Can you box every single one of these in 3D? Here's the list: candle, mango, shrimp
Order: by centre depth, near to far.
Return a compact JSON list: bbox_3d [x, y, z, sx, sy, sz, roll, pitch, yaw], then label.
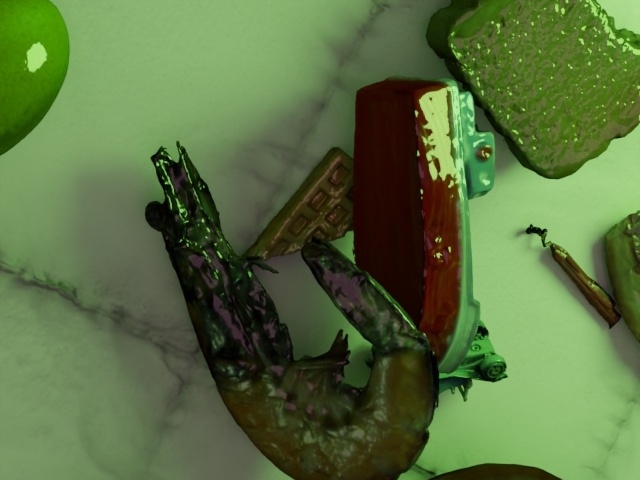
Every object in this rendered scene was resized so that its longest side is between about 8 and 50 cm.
[{"bbox_3d":[-0.384,-0.153,1.527,0.273,0.149,0.185,-8,101,-17],"label":"mango"},{"bbox_3d":[-0.037,0.080,1.629,0.272,0.085,0.445,-25,101,36],"label":"shrimp"},{"bbox_3d":[0.300,0.037,1.790,0.026,0.021,0.167,-37,109,19],"label":"candle"}]

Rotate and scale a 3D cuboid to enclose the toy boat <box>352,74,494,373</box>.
[{"bbox_3d":[0.122,-0.012,1.651,0.133,0.145,0.332,-8,102,-35],"label":"toy boat"}]

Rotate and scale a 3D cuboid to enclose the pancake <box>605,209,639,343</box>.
[{"bbox_3d":[0.459,0.036,1.822,0.266,0.057,0.244,45,80,-21],"label":"pancake"}]

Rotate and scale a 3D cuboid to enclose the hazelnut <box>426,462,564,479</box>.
[{"bbox_3d":[0.202,0.403,1.676,0.366,0.366,0.366,-3,101,-13],"label":"hazelnut"}]

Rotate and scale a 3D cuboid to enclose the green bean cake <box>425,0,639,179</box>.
[{"bbox_3d":[0.261,-0.216,1.677,0.233,0.124,0.236,-40,107,-2],"label":"green bean cake"}]

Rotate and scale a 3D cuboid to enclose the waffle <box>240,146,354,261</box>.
[{"bbox_3d":[0.000,0.000,1.711,0.125,0.032,0.191,37,93,-21],"label":"waffle"}]

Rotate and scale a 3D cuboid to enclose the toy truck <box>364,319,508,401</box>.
[{"bbox_3d":[0.133,0.151,1.752,0.154,0.080,0.078,-10,130,-11],"label":"toy truck"}]
